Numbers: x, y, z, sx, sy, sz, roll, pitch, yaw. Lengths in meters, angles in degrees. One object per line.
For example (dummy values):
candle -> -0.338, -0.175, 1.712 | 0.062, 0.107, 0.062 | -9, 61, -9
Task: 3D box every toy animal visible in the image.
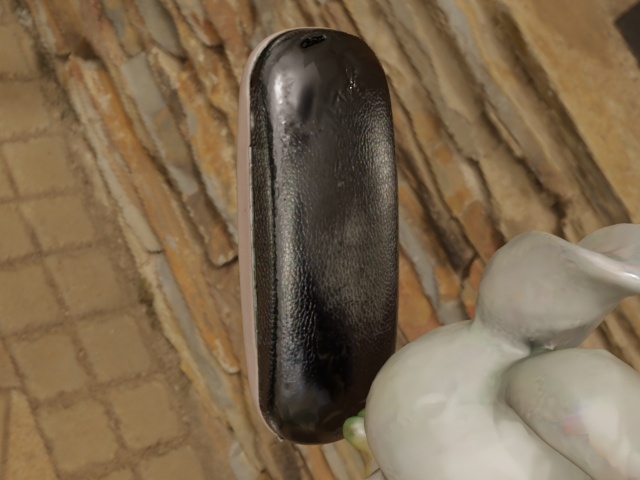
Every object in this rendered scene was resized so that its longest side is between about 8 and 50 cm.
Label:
toy animal -> 0.138, 0.144, 0.503 | 0.310, 0.247, 0.183 | 47, 39, -23

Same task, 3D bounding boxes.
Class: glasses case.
glasses case -> 0.000, 0.000, 0.675 | 0.122, 0.075, 0.315 | -8, 101, -36
